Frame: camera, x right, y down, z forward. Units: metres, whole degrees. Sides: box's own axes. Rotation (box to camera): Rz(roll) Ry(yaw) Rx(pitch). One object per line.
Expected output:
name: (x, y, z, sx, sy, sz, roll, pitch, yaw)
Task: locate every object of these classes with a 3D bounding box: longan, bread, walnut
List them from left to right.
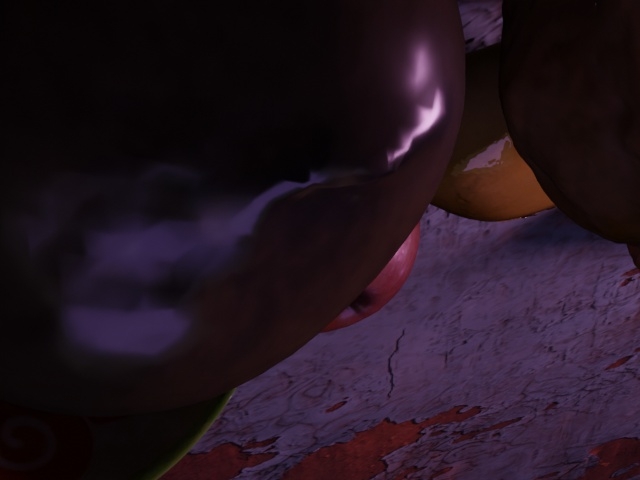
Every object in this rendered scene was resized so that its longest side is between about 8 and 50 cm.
longan: (-0.091, -0.068, 0.958, 0.319, 0.319, 0.319, -17, 159, -7)
bread: (0.132, -0.068, 1.429, 0.147, 0.098, 0.217, -32, 163, 22)
walnut: (0.257, -0.117, 1.183, 0.306, 0.306, 0.344, -31, 150, 28)

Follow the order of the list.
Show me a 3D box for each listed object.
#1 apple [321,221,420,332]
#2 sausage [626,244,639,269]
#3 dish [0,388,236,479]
apple: (0.000, 0.000, 1.463, 0.153, 0.120, 0.153, -16, 159, -7)
sausage: (0.392, -0.015, 1.809, 0.274, 0.105, 0.105, -4, 154, -35)
dish: (-0.190, 0.004, 1.178, 0.324, 0.324, 0.124, -6, -161, -32)
